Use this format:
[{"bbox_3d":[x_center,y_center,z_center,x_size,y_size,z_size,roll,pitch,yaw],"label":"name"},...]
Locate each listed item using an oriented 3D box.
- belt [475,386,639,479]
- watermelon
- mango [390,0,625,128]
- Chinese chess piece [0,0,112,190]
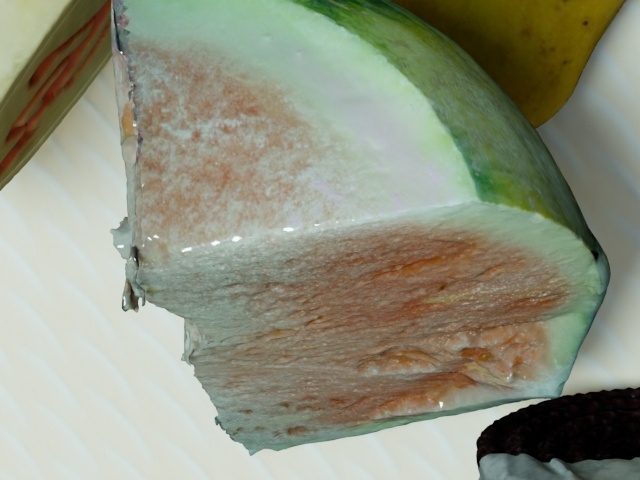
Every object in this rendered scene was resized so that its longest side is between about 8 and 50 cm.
[{"bbox_3d":[0.207,0.154,0.755,0.289,0.184,0.164,1,105,19],"label":"belt"},{"bbox_3d":[0.000,0.000,0.754,0.224,0.305,0.180,41,77,20],"label":"watermelon"},{"bbox_3d":[0.088,-0.135,0.779,0.115,0.090,0.178,29,114,-3],"label":"mango"},{"bbox_3d":[-0.134,-0.115,0.750,0.097,0.251,0.251,37,107,-3],"label":"Chinese chess piece"}]
